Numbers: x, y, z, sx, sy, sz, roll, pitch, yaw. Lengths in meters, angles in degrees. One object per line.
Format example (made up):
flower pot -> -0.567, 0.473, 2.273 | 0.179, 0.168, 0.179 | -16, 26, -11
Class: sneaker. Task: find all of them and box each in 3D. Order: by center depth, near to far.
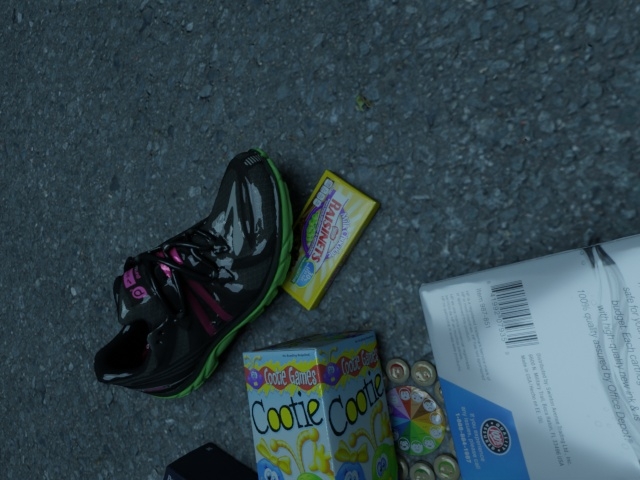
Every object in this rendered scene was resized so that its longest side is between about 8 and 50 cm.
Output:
sneaker -> -0.207, 0.071, 0.678 | 0.185, 0.202, 0.483 | 42, 107, 42

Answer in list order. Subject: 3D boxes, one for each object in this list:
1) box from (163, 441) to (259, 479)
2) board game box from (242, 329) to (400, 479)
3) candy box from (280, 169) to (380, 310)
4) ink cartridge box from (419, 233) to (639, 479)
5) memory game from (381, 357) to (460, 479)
box -> -0.194, 0.488, 0.720 | 0.153, 0.108, 0.207 | 16, 96, 28
board game box -> 0.006, 0.278, 0.590 | 0.142, 0.144, 0.275 | -15, 81, 38
candy box -> 0.000, 0.000, 0.683 | 0.105, 0.027, 0.206 | 36, 105, 22
ink cartridge box -> 0.290, 0.124, 0.445 | 0.307, 0.129, 0.223 | -19, 73, 31
memory game -> 0.131, 0.262, 0.612 | 0.186, 0.012, 0.186 | -1, 87, 28
